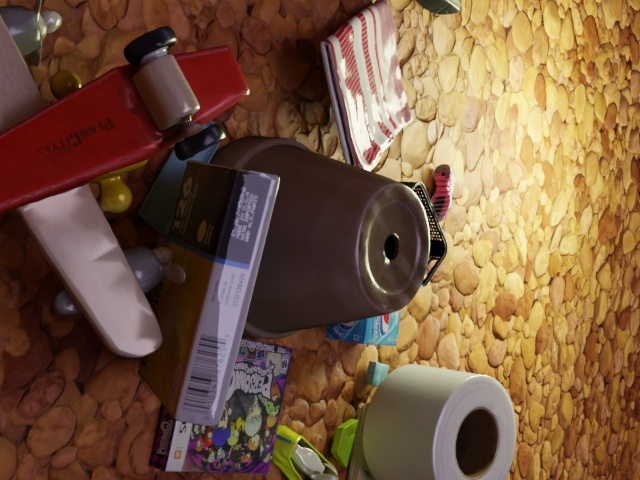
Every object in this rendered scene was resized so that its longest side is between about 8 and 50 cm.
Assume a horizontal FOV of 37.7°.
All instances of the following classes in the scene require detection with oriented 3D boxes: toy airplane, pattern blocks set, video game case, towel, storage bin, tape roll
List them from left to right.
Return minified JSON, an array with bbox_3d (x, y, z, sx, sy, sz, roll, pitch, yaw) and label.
[{"bbox_3d":[-0.312,-0.092,1.086,0.384,0.272,0.386,18,88,-12],"label":"toy airplane"},{"bbox_3d":[-0.147,0.253,1.452,0.232,0.041,0.210,20,80,-50],"label":"video game case"},{"bbox_3d":[0.086,-0.269,1.611,0.329,0.037,0.237,-52,132,-59],"label":"towel"},{"bbox_3d":[0.110,0.403,1.791,0.285,0.026,0.325,37,65,-46],"label":"pattern blocks set"},{"bbox_3d":[0.156,-0.012,1.763,0.122,0.084,0.180,-52,131,-34],"label":"storage bin"},{"bbox_3d":[0.220,0.356,1.710,0.246,0.169,0.246,-1,92,-44],"label":"tape roll"}]

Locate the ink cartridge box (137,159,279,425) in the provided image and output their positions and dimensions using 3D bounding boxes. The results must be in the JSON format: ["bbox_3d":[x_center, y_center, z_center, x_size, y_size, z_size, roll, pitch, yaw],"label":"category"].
[{"bbox_3d":[-0.165,0.049,1.217,0.072,0.307,0.304,12,91,-26],"label":"ink cartridge box"}]

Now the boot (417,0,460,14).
[{"bbox_3d":[0.207,-0.551,1.773,0.236,0.085,0.179,22,74,-56],"label":"boot"}]

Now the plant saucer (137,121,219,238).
[{"bbox_3d":[-0.205,-0.099,1.366,0.067,0.018,0.192,47,59,-42],"label":"plant saucer"}]

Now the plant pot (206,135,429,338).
[{"bbox_3d":[0.000,0.000,1.422,0.323,0.280,0.323,-5,96,-50],"label":"plant pot"}]

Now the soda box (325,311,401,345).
[{"bbox_3d":[0.079,0.147,1.646,0.210,0.071,0.067,18,80,-69],"label":"soda box"}]

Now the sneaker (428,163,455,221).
[{"bbox_3d":[0.254,-0.093,1.910,0.057,0.047,0.119,23,77,-61],"label":"sneaker"}]

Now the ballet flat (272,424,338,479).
[{"bbox_3d":[-0.015,0.393,1.598,0.231,0.077,0.077,54,54,-39],"label":"ballet flat"}]
